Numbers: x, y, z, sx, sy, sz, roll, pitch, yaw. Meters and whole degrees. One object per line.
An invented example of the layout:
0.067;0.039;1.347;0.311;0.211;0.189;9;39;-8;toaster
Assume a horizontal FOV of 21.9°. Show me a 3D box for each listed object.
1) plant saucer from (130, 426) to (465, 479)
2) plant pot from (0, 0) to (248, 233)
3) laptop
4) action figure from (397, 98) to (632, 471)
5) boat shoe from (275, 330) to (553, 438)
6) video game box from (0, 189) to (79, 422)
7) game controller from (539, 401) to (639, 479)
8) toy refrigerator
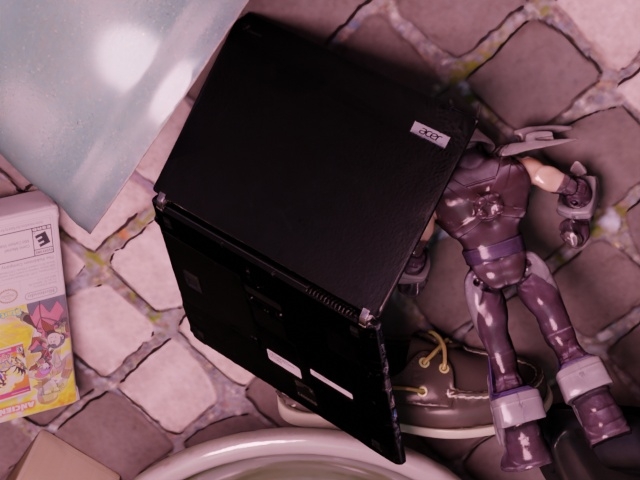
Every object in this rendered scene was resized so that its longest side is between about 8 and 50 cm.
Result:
-0.021;0.307;1.427;0.400;0.100;0.400;-1;119;-2;plant saucer
-0.154;-0.179;1.113;0.196;0.293;0.293;34;116;-8;plant pot
0.000;0.000;1.265;0.234;0.136;0.264;29;148;34;laptop
0.139;0.029;1.261;0.185;0.099;0.285;-18;87;7;action figure
0.073;0.111;1.342;0.227;0.081;0.069;-1;120;11;boat shoe
-0.305;0.069;1.337;0.205;0.048;0.187;-13;116;-23;video game box
0.294;0.264;1.367;0.166;0.067;0.319;-10;119;46;game controller
-0.285;0.307;1.476;0.094;0.102;0.269;33;115;-9;toy refrigerator
